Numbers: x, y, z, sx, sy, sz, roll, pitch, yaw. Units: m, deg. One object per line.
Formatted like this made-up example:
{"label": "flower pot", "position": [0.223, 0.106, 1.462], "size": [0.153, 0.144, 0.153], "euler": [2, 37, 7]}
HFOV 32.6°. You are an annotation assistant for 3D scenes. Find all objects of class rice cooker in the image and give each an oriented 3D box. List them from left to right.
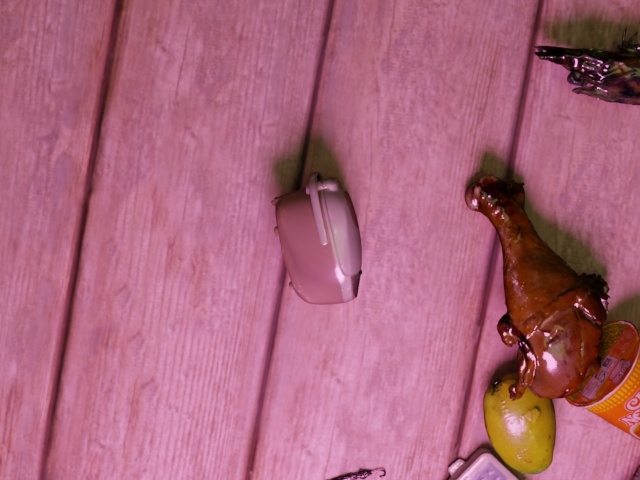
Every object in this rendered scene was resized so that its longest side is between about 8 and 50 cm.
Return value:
{"label": "rice cooker", "position": [0.000, 0.000, 1.693], "size": [0.127, 0.145, 0.206], "euler": [-17, 94, 8]}

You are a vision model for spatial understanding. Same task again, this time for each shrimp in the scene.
{"label": "shrimp", "position": [0.552, -0.335, 1.737], "size": [0.445, 0.085, 0.272], "euler": [-6, 90, -7]}

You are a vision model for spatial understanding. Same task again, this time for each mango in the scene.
{"label": "mango", "position": [0.327, 0.299, 1.767], "size": [0.119, 0.100, 0.178], "euler": [-22, 104, -4]}

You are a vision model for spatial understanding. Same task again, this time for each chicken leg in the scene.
{"label": "chicken leg", "position": [0.362, 0.068, 1.730], "size": [0.211, 0.140, 0.361], "euler": [-2, 78, -32]}

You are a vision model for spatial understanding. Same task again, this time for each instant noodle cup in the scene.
{"label": "instant noodle cup", "position": [0.509, 0.245, 1.753], "size": [0.185, 0.168, 0.168], "euler": [38, 91, -17]}

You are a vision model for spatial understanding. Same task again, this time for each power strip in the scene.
{"label": "power strip", "position": [0.316, 0.462, 1.807], "size": [0.270, 0.046, 0.118], "euler": [44, 91, -7]}

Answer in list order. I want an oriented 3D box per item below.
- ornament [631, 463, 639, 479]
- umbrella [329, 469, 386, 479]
{"label": "ornament", "position": [0.568, 0.403, 1.782], "size": [0.166, 0.153, 0.196], "euler": [21, 84, -7]}
{"label": "umbrella", "position": [0.048, 0.389, 1.796], "size": [0.122, 0.013, 0.022], "euler": [-9, 117, -5]}
